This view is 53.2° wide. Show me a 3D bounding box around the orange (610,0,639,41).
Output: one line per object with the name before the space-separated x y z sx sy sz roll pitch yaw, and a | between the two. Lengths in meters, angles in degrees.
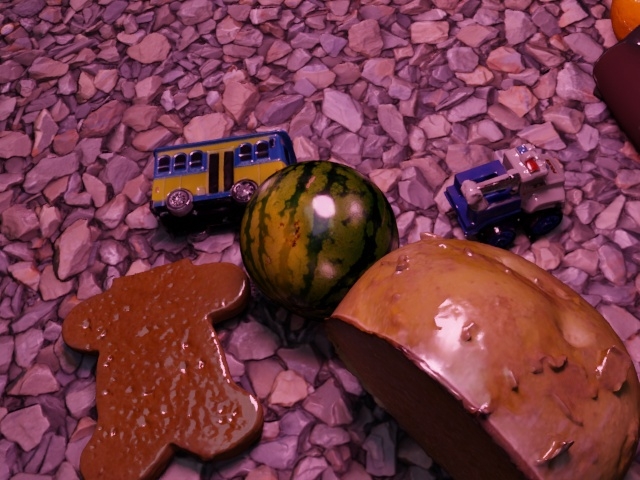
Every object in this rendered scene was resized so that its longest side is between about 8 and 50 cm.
orange | 0.729 -0.493 1.347 0.219 0.193 0.219 6 103 30

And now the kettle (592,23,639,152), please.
kettle | 0.650 -0.308 1.262 0.144 0.202 0.232 -6 55 -25

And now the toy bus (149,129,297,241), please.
toy bus | -0.192 -0.112 1.315 0.287 0.138 0.175 -8 60 5

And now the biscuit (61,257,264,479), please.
biscuit | -0.274 0.228 1.175 0.368 0.076 0.394 -19 62 -2

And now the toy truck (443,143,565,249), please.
toy truck | 0.349 -0.096 1.194 0.213 0.177 0.161 -20 58 -1

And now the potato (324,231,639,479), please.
potato | 0.257 0.163 0.937 0.442 0.385 0.319 42 71 13

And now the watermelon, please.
watermelon | 0.000 0.000 1.130 0.285 0.285 0.285 -4 60 7
